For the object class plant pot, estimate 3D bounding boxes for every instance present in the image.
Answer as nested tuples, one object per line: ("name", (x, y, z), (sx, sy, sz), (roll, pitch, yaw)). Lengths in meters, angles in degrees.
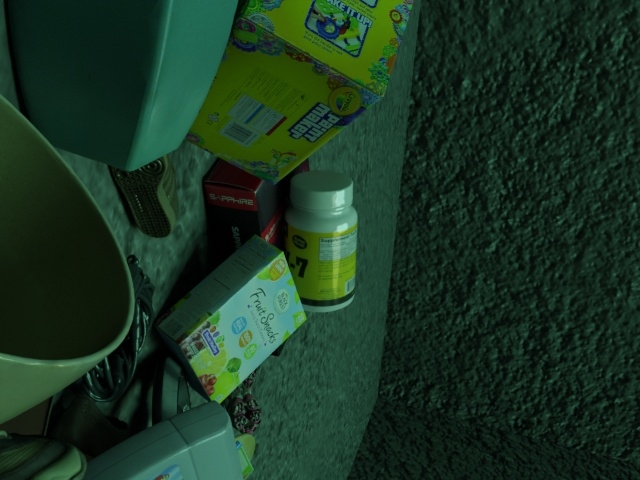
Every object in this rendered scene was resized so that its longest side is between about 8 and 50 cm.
("plant pot", (-0.183, -0.198, 0.772), (0.166, 0.166, 0.234), (-49, 156, -63))
("plant pot", (-0.271, 0.014, 0.443), (0.191, 0.284, 0.284), (-42, 171, 10))

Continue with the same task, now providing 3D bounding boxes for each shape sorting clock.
("shape sorting clock", (-0.189, 0.429, 1.460), (0.206, 0.040, 0.206), (-42, 149, -33))

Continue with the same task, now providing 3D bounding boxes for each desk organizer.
("desk organizer", (-0.302, 0.179, 0.826), (0.047, 0.050, 0.130), (-44, -145, 48))

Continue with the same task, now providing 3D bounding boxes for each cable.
("cable", (-0.249, 0.118, 1.004), (0.150, 0.047, 0.184), (97, 4, -50))

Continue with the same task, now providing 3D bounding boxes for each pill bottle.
("pill bottle", (0.000, 0.000, 1.329), (0.119, 0.119, 0.208), (-53, 148, -61))

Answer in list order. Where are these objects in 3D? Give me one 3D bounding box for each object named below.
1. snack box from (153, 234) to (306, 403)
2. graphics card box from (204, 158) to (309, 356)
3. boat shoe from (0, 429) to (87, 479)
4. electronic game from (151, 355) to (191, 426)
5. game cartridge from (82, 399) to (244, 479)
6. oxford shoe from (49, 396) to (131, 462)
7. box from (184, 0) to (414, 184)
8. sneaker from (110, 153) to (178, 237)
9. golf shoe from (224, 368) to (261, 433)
("snack box", (-0.128, 0.121, 1.239), (0.207, 0.070, 0.174), (-44, 143, -22))
("graphics card box", (-0.089, -0.011, 1.403), (0.232, 0.094, 0.370), (-64, 158, -47))
("boat shoe", (-0.249, 0.171, 0.559), (0.132, 0.130, 0.355), (-51, -171, -17))
("electronic game", (-0.213, 0.279, 1.167), (0.229, 0.048, 0.229), (175, -90, -86))
("game cartridge", (-0.223, 0.310, 0.935), (0.297, 0.062, 0.198), (-30, 147, -23))
("oxford shoe", (-0.254, 0.276, 1.027), (0.271, 0.097, 0.098), (77, 22, -60))
("box", (-0.032, -0.266, 1.007), (0.290, 0.177, 0.279), (-30, -142, 59))
("sneaker", (-0.209, -0.087, 0.991), (0.188, 0.066, 0.071), (94, -2, -49))
("golf shoe", (-0.156, 0.257, 1.505), (0.086, 0.068, 0.186), (10, -77, 61))
